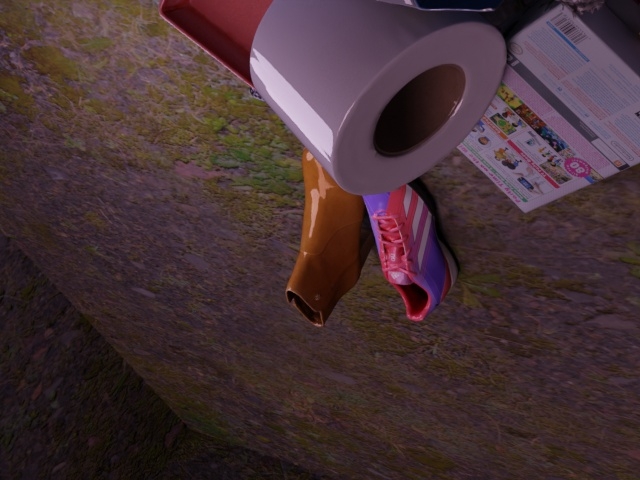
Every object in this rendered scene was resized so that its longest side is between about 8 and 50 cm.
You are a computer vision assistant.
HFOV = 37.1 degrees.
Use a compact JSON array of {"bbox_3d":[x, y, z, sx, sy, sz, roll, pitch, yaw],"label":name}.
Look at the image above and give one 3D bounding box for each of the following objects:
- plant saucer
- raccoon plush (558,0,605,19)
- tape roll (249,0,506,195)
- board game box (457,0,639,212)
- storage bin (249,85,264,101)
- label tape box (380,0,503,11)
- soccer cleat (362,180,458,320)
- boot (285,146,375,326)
[{"bbox_3d":[-0.054,-0.326,1.214,0.258,0.048,0.259,39,123,8],"label":"plant saucer"},{"bbox_3d":[0.103,-0.308,0.805,0.216,0.446,0.299,166,81,-78],"label":"raccoon plush"},{"bbox_3d":[0.065,-0.195,1.085,0.169,0.246,0.246,51,161,27],"label":"tape roll"},{"bbox_3d":[0.289,-0.174,1.171,0.224,0.097,0.303,41,150,-13],"label":"board game box"},{"bbox_3d":[-0.004,-0.242,1.339,0.180,0.122,0.084,24,151,17],"label":"storage bin"},{"bbox_3d":[0.048,-0.346,0.964,0.348,0.249,0.115,15,131,22],"label":"label tape box"},{"bbox_3d":[0.137,0.004,1.589,0.109,0.116,0.318,9,144,38],"label":"soccer cleat"},{"bbox_3d":[-0.001,0.000,1.628,0.104,0.211,0.295,13,146,32],"label":"boot"}]
